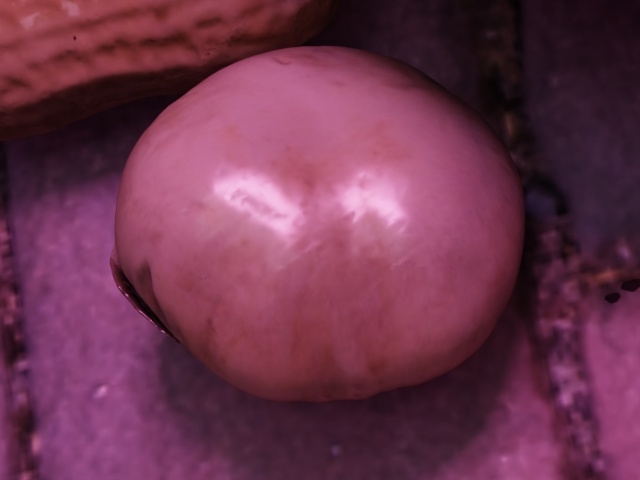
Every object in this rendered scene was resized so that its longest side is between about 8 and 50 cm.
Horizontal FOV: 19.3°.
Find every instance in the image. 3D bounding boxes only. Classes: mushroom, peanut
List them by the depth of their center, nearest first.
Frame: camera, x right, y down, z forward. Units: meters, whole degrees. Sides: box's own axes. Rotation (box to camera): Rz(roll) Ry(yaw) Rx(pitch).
[{"bbox_3d":[0.000,0.000,0.702,0.154,0.122,0.154,2,40,-2],"label":"mushroom"},{"bbox_3d":[-0.089,-0.097,0.767,0.214,0.090,0.098,-13,29,17],"label":"peanut"}]
